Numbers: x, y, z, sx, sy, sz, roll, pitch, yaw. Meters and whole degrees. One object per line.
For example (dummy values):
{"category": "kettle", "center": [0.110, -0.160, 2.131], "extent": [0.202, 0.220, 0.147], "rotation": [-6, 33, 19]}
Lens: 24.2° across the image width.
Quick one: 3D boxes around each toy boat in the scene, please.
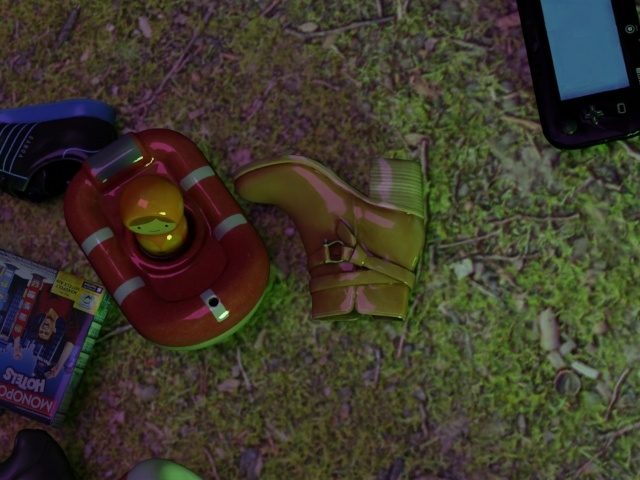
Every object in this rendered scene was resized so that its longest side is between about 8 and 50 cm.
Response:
{"category": "toy boat", "center": [-0.148, -0.012, 1.393], "extent": [0.151, 0.151, 0.231], "rotation": [-34, 70, -7]}

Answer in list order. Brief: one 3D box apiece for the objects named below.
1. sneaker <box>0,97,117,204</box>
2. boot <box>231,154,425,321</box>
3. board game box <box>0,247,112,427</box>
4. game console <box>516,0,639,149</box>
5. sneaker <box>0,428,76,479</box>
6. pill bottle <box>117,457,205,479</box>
{"category": "sneaker", "center": [-0.318, -0.081, 1.532], "extent": [0.232, 0.081, 0.090], "rotation": [-10, 65, 18]}
{"category": "boot", "center": [0.000, 0.000, 1.392], "extent": [0.197, 0.073, 0.152], "rotation": [1, 80, 24]}
{"category": "board game box", "center": [-0.314, 0.113, 1.489], "extent": [0.194, 0.060, 0.194], "rotation": [18, 84, 25]}
{"category": "game console", "center": [0.243, -0.259, 1.382], "extent": [0.213, 0.044, 0.361], "rotation": [-14, 71, 18]}
{"category": "sneaker", "center": [-0.357, 0.270, 1.430], "extent": [0.286, 0.109, 0.130], "rotation": [-23, 81, 5]}
{"category": "pill bottle", "center": [-0.206, 0.376, 1.274], "extent": [0.363, 0.210, 0.210], "rotation": [-42, 65, 5]}
